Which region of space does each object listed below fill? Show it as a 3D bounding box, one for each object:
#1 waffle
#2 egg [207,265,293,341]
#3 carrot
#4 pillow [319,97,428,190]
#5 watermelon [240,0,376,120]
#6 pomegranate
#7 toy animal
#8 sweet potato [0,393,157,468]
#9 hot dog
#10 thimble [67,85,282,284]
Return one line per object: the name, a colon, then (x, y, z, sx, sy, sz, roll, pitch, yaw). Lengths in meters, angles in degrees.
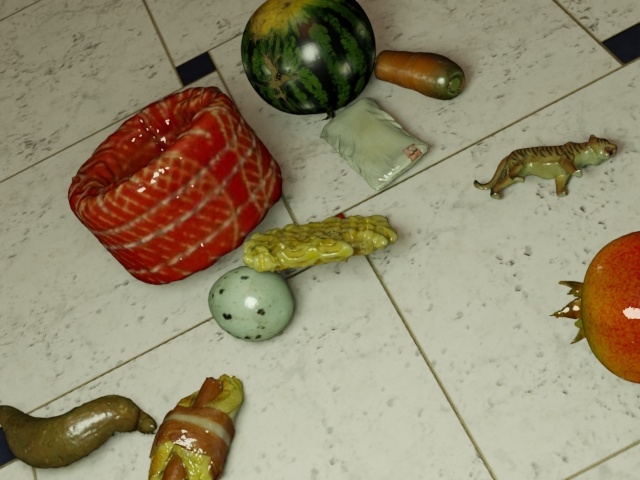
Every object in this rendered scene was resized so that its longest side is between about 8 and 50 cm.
waffle: (0.000, 0.002, 1.714, 0.261, 0.056, 0.250, -9, 9, 8)
egg: (-0.119, 0.104, 1.711, 0.164, 0.131, 0.131, 6, 52, 53)
carrot: (0.193, -0.325, 1.973, 0.087, 0.087, 0.193, -45, 45, -17)
pillow: (0.097, -0.185, 1.913, 0.128, 0.051, 0.229, -40, 45, -2)
watermelon: (-0.021, -0.370, 1.992, 0.269, 0.269, 0.269, -12, 47, 14)
pomegranate: (0.449, 0.091, 1.410, 0.257, 0.221, 0.221, 0, 51, 38)
toy animal: (0.379, -0.122, 1.735, 0.241, 0.056, 0.099, -6, 42, 21)
sweet potato: (-0.417, 0.315, 1.674, 0.310, 0.098, 0.124, -8, 27, 20)
hot dog: (-0.200, 0.308, 1.583, 0.123, 0.093, 0.261, -1, 51, 22)
thimble: (-0.256, -0.101, 1.826, 0.350, 0.230, 0.350, -26, 31, 17)
